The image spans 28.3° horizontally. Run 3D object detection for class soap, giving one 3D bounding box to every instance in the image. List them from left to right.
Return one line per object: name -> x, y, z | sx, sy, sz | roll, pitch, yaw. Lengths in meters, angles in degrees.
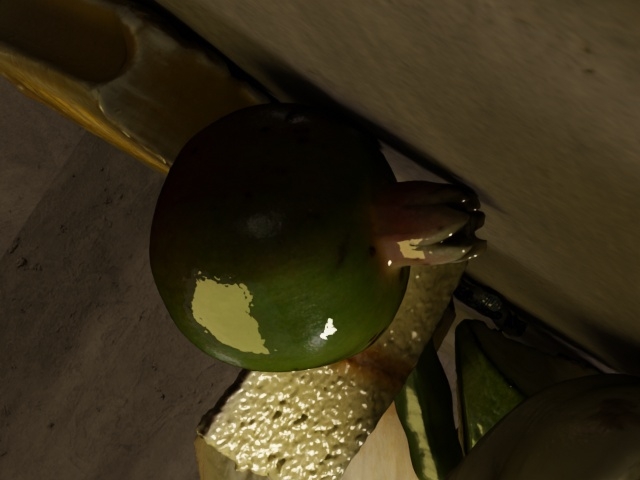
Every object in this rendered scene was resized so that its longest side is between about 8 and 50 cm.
soap -> -0.147, -0.119, 0.966 | 0.173, 0.089, 0.274 | 37, 174, -37

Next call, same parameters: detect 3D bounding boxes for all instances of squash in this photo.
squash -> 0.157, 0.234, 1.278 | 0.203, 0.289, 0.111 | 22, -146, -22

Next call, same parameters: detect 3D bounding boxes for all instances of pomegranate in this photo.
pomegranate -> 0.000, 0.000, 0.794 | 0.209, 0.180, 0.180 | -2, 160, 26

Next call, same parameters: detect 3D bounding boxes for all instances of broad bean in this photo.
broad bean -> 0.091, 0.119, 1.183 | 0.098, 0.056, 0.318 | -100, -1, -56

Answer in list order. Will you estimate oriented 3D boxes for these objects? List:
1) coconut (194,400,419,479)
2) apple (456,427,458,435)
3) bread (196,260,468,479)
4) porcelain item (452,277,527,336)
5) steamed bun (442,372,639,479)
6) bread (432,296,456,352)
coconut -> 0.011, 0.251, 1.422 | 0.329, 0.329, 0.329 | 33, 177, 2
apple -> 0.296, 0.385, 1.557 | 0.400, 0.333, 0.400 | 33, -157, -16
bread -> -0.017, 0.063, 1.022 | 0.135, 0.240, 0.178 | 35, 176, -28
porcelain item -> 0.152, 0.054, 1.209 | 0.136, 0.021, 0.075 | 34, 172, -15
steamed bun -> 0.203, 0.245, 1.055 | 0.219, 0.310, 0.324 | 37, 178, 45
bread -> 0.039, 0.059, 1.340 | 0.179, 0.133, 0.250 | 31, -177, -16
